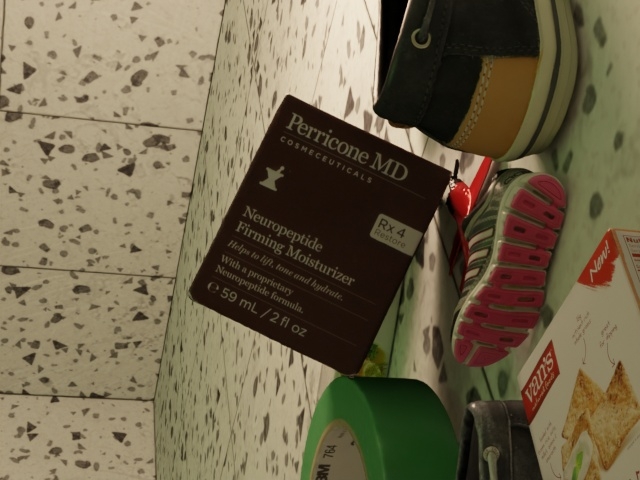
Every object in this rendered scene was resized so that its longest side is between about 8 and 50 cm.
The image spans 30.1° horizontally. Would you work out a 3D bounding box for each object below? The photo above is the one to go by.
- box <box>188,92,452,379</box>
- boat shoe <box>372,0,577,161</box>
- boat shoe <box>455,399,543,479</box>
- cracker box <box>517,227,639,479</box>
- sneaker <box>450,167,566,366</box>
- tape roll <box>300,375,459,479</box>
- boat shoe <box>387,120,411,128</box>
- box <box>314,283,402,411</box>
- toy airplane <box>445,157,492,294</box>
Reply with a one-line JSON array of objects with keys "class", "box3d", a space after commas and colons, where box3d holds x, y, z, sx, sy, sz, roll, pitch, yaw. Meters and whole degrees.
[{"class": "box", "box3d": [0.000, 0.000, 1.108, 0.167, 0.168, 0.203, 68, -132, -87]}, {"class": "boat shoe", "box3d": [0.095, -0.278, 1.035, 0.187, 0.156, 0.500, 108, 162, -50]}, {"class": "boat shoe", "box3d": [0.118, 0.257, 0.860, 0.108, 0.102, 0.301, -124, 41, -69]}, {"class": "cracker box", "box3d": [0.190, 0.129, 0.680, 0.156, 0.067, 0.232, 109, 161, -45]}, {"class": "sneaker", "box3d": [0.141, 0.017, 0.939, 0.075, 0.063, 0.170, -116, 38, -65]}, {"class": "tape roll", "box3d": [0.049, 0.289, 1.119, 0.321, 0.077, 0.321, -176, 90, -75]}, {"class": "boat shoe", "box3d": [0.095, -0.176, 1.205, 0.152, 0.056, 0.049, 113, 152, -53]}, {"class": "box", "box3d": [0.047, 0.078, 1.304, 0.067, 0.063, 0.324, -129, 45, -69]}, {"class": "toy airplane", "box3d": [0.131, -0.011, 1.058, 0.151, 0.028, 0.151, -176, 90, -77]}]
